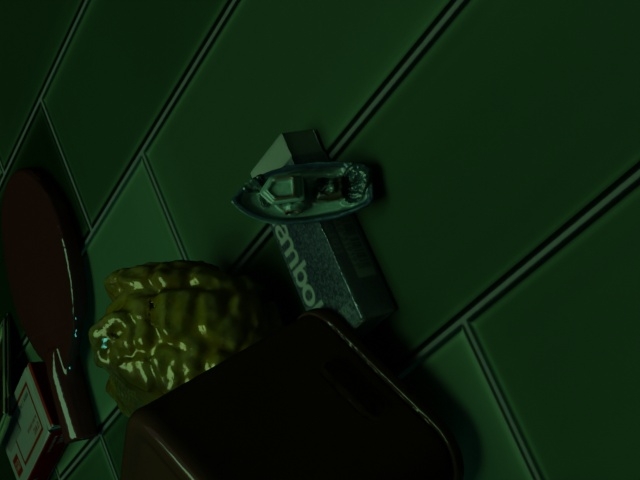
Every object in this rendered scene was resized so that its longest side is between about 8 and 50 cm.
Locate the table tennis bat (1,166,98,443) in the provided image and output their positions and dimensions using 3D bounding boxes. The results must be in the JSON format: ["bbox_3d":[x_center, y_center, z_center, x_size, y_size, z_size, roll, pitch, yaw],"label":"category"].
[{"bbox_3d":[-0.401,0.095,2.018,0.268,0.051,0.415,-24,79,58],"label":"table tennis bat"}]

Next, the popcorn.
[{"bbox_3d":[-0.152,0.121,1.519,0.250,0.190,0.250,26,140,24],"label":"popcorn"}]

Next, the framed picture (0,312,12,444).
[{"bbox_3d":[-0.545,0.267,2.266,0.252,0.014,0.197,122,147,-47],"label":"framed picture"}]

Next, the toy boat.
[{"bbox_3d":[-0.018,-0.046,1.303,0.066,0.140,0.059,38,-133,-74],"label":"toy boat"}]

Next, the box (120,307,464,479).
[{"bbox_3d":[-0.047,0.281,1.329,0.239,0.229,0.339,43,140,30],"label":"box"}]

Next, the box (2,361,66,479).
[{"bbox_3d":[-0.449,0.292,2.151,0.123,0.050,0.229,63,145,22],"label":"box"}]

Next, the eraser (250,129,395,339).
[{"bbox_3d":[0.000,0.000,1.372,0.092,0.046,0.213,-46,62,52],"label":"eraser"}]
